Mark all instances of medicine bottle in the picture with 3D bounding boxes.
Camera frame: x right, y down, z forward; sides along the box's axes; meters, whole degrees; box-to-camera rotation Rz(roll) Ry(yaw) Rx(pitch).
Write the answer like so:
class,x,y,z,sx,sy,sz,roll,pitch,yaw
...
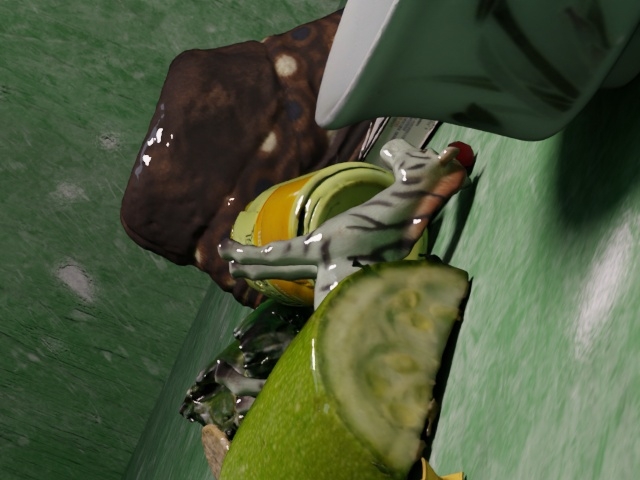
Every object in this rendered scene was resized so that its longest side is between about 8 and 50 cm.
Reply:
class,x,y,z,sx,sy,sz,roll,pitch,yaw
medicine bottle,0.105,-0.180,1.811,0.171,0.052,0.201,123,168,-60
medicine bottle,0.000,0.000,1.613,0.124,0.124,0.239,-69,15,-9

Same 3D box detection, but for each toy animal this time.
class,x,y,z,sx,sy,sz,roll,pitch,yaw
toy animal,0.003,0.028,1.433,0.090,0.170,0.255,48,-124,-68

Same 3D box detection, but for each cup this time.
class,x,y,z,sx,sy,sz,roll,pitch,yaw
cup,0.137,-0.197,1.104,0.347,0.163,0.347,-157,90,-84

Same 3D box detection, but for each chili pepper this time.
class,x,y,z,sx,sy,sz,roll,pitch,yaw
chili pepper,-0.044,0.131,1.802,0.148,0.116,0.264,-46,-2,-16

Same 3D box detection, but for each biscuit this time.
class,x,y,z,sx,sy,sz,roll,pitch,yaw
biscuit,-0.084,0.230,1.802,0.015,0.120,0.120,-26,-8,-18

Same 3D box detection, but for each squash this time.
class,x,y,z,sx,sy,sz,roll,pitch,yaw
squash,-0.006,0.153,1.362,0.289,0.111,0.203,118,173,-52

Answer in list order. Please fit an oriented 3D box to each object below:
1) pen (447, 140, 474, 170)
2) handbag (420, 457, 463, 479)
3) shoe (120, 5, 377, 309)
class,x,y,z,sx,sy,sz,roll,pitch,yaw
pen,0.081,-0.028,1.595,0.239,0.028,0.028,127,164,-65
handbag,0.057,0.177,1.101,0.061,0.027,0.083,-83,15,-63
shoe,-0.050,-0.128,1.949,0.384,0.237,0.171,-58,0,-18
